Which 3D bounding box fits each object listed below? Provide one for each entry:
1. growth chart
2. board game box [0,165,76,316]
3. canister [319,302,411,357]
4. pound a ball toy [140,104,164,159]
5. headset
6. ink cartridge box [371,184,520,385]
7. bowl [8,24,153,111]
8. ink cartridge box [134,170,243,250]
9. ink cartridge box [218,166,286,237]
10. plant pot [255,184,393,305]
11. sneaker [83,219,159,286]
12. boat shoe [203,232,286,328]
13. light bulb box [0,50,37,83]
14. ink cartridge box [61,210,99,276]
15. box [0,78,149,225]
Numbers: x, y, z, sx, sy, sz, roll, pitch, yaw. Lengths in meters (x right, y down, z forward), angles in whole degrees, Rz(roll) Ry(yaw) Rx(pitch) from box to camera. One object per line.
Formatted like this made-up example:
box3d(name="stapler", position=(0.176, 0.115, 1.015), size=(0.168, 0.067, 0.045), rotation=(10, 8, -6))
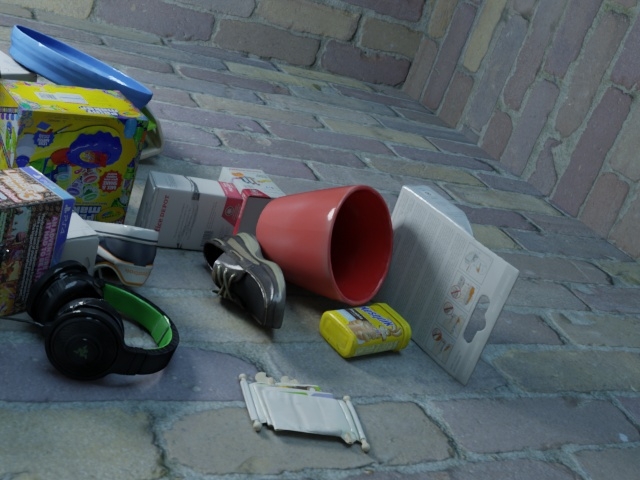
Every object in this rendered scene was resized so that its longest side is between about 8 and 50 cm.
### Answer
box3d(name="growth chart", position=(-0.032, 0.309, 1.463), size=(0.237, 0.021, 0.172), rotation=(13, 24, -15))
box3d(name="board game box", position=(-0.609, 0.013, 1.391), size=(0.141, 0.232, 0.291), rotation=(32, 25, 27))
box3d(name="canister", position=(0.097, 0.197, 1.746), size=(0.170, 0.073, 0.126), rotation=(-3, 32, -40))
box3d(name="pound a ball toy", position=(-0.609, -0.337, 2.330), size=(0.208, 0.136, 0.319), rotation=(-22, 40, -21))
box3d(name="headset", position=(-0.418, 0.113, 1.382), size=(0.394, 0.185, 0.243), rotation=(14, 21, -41))
box3d(name="ink cartridge box", position=(0.283, 0.093, 1.822), size=(0.091, 0.308, 0.385), rotation=(-3, 32, -39))
box3d(name="bowl", position=(-0.645, -0.452, 2.135), size=(0.391, 0.077, 0.391), rotation=(28, 9, -5))
box3d(name="ink cartridge box", position=(-0.314, -0.065, 1.885), size=(0.217, 0.159, 0.092), rotation=(6, 28, -29))
box3d(name="ink cartridge box", position=(-0.188, -0.100, 2.102), size=(0.128, 0.127, 0.176), rotation=(2, 28, -34))
box3d(name="plant pot", position=(0.000, 0.000, 1.847), size=(0.243, 0.275, 0.275), rotation=(7, 13, 36))
box3d(name="sneaker", position=(-0.449, 0.023, 1.657), size=(0.126, 0.128, 0.321), rotation=(9, 0, -36))
box3d(name="boat shoe", position=(-0.174, 0.091, 1.726), size=(0.130, 0.132, 0.355), rotation=(-2, 21, -22))
box3d(name="light bulb box", position=(-0.976, -0.384, 1.981), size=(0.361, 0.225, 0.358), rotation=(32, 26, 24))
box3d(name="ink cartridge box", position=(-0.532, 0.005, 1.583), size=(0.082, 0.140, 0.190), rotation=(-8, 35, -45))
box3d(name="box", position=(-0.582, -0.192, 1.800), size=(0.290, 0.279, 0.177), rotation=(-3, 32, -40))
